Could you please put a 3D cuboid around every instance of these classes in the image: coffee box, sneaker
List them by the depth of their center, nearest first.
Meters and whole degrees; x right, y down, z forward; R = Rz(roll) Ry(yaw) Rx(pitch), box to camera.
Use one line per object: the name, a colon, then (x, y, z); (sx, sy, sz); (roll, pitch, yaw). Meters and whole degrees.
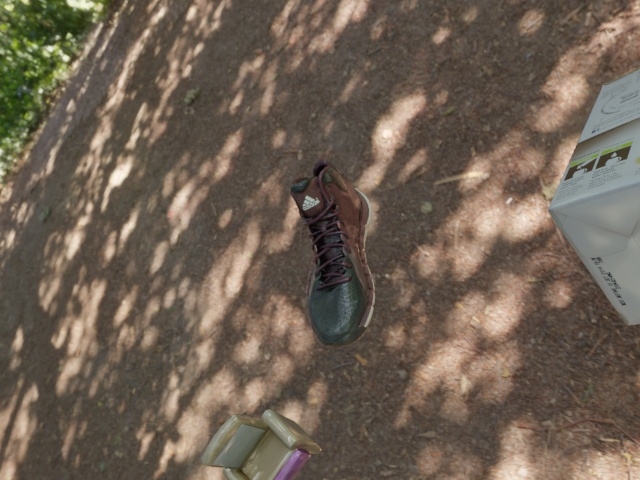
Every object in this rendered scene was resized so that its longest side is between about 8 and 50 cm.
coffee box: (0.320, -0.060, 0.499); (0.098, 0.141, 0.246); (-23, 22, 49)
sneaker: (0.000, 0.000, 0.756); (0.106, 0.162, 0.281); (-17, 47, 22)

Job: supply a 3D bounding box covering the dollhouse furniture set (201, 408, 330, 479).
dollhouse furniture set: (-0.051, 0.339, 0.421); (0.303, 0.198, 0.286); (33, 84, 35)
